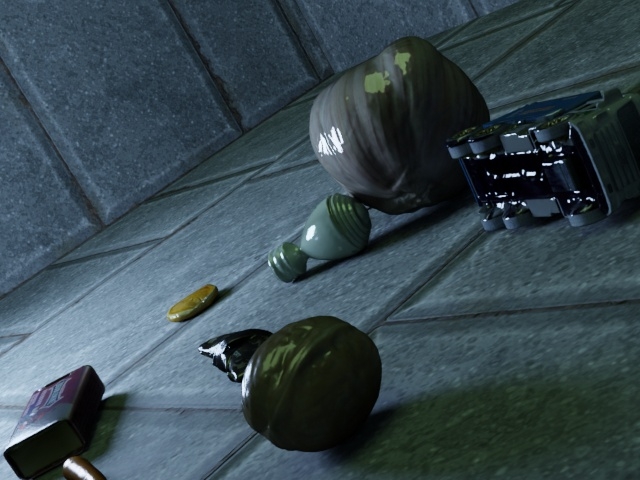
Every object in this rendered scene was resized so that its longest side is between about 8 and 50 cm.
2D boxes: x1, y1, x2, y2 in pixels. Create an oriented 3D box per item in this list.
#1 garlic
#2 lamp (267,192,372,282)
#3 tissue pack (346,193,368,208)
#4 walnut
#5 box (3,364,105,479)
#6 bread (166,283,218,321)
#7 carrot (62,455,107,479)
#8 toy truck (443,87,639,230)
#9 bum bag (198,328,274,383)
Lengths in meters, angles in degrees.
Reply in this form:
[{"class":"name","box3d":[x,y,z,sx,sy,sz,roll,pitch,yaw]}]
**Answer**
[{"class":"garlic","box3d":[0.130,-0.173,1.849,0.317,0.259,0.317,-8,-15,-2]},{"class":"lamp","box3d":[0.000,0.000,1.870,0.193,0.106,0.106,-35,10,21]},{"class":"tissue pack","box3d":[0.082,-0.079,2.111,0.083,0.035,0.063,-27,14,15]},{"class":"walnut","box3d":[-0.009,0.153,1.218,0.140,0.140,0.162,-19,10,39]},{"class":"box","box3d":[-0.404,0.275,1.742,0.120,0.069,0.224,-28,14,3]},{"class":"bread","box3d":[-0.234,0.115,2.074,0.110,0.024,0.110,-28,13,7]},{"class":"carrot","box3d":[-0.293,0.309,1.453,0.037,0.037,0.190,-35,15,-22]},{"class":"toy truck","box3d":[0.303,-0.112,1.530,0.175,0.146,0.367,-30,12,-19]},{"class":"bum bag","box3d":[-0.091,0.154,1.530,0.102,0.069,0.248,4,0,-21]}]
